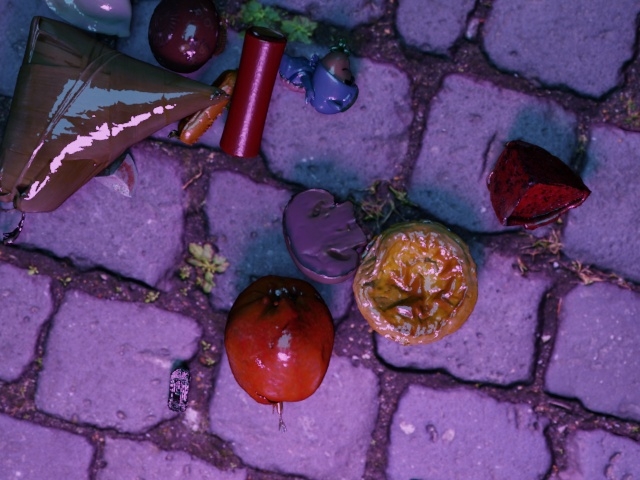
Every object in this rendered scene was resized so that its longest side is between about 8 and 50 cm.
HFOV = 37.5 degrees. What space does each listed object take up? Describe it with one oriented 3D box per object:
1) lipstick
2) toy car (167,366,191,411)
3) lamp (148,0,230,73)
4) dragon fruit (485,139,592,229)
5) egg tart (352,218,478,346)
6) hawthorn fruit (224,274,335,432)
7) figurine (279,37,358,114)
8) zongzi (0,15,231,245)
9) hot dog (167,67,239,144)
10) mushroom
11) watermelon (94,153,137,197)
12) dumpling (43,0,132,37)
[{"bbox_3d":[-0.125,-0.271,1.736,0.080,0.080,0.241,18,117,1],"label":"lipstick"},{"bbox_3d":[-0.278,0.293,1.858,0.041,0.025,0.093,8,99,1],"label":"toy car"},{"bbox_3d":[-0.240,-0.384,1.746,0.157,0.135,0.156,-51,47,22],"label":"lamp"},{"bbox_3d":[0.404,-0.102,1.765,0.161,0.120,0.127,6,53,-22],"label":"dragon fruit"},{"bbox_3d":[0.178,0.077,1.774,0.241,0.106,0.241,0,95,0],"label":"egg tart"},{"bbox_3d":[-0.077,0.218,1.759,0.211,0.211,0.299,0,106,3],"label":"hawthorn fruit"},{"bbox_3d":[-0.003,-0.320,1.753,0.178,0.114,0.144,27,94,9],"label":"figurine"},{"bbox_3d":[-0.420,-0.146,1.738,0.418,0.181,0.447,20,98,8],"label":"zongzi"},{"bbox_3d":[-0.209,-0.250,1.785,0.055,0.072,0.188,40,97,-23],"label":"hot dog"},{"bbox_3d":[0.000,0.000,1.769,0.141,0.117,0.188,-16,73,-19],"label":"mushroom"},{"bbox_3d":[-0.386,-0.119,1.809,0.085,0.061,0.085,0,93,6],"label":"watermelon"},{"bbox_3d":[-0.437,-0.466,1.757,0.149,0.105,0.216,-27,93,-2],"label":"dumpling"}]
